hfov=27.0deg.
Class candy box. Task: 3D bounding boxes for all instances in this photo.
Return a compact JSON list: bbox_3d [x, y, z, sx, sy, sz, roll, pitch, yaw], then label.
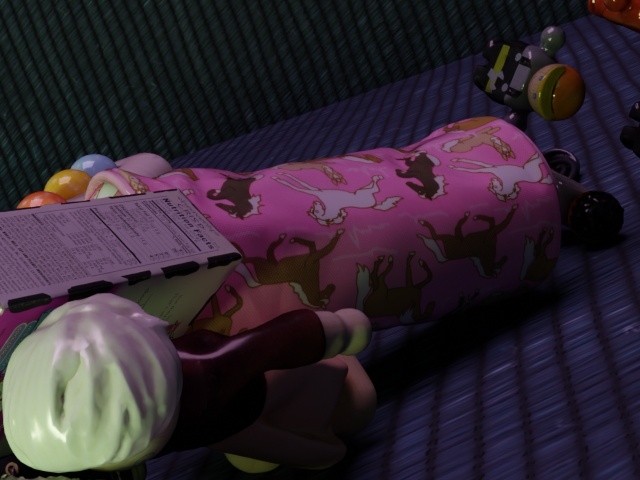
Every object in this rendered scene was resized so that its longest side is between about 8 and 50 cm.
[{"bbox_3d":[-0.168,0.054,0.785,0.159,0.071,0.233,-50,-17,22],"label":"candy box"}]

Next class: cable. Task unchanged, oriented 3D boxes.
[{"bbox_3d":[0.198,-0.068,1.484,0.151,0.047,0.184,-26,12,-24],"label":"cable"}]

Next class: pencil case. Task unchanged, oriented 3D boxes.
[{"bbox_3d":[0.000,0.000,1.035,0.386,0.160,0.167,-11,3,-32],"label":"pencil case"}]

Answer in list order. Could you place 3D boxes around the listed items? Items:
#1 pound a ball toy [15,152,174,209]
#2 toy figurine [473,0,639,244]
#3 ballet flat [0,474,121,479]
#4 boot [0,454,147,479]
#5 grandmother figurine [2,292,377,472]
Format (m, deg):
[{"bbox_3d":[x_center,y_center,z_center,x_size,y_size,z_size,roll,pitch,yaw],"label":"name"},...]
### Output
[{"bbox_3d":[-0.259,0.016,1.245,0.208,0.135,0.319,-18,12,12],"label":"pound a ball toy"},{"bbox_3d":[0.264,-0.114,1.197,0.210,0.213,0.148,-27,29,-14],"label":"toy figurine"},{"bbox_3d":[-0.047,0.187,0.621,0.409,0.147,0.147,-4,20,46],"label":"ballet flat"},{"bbox_3d":[-0.248,0.199,0.947,0.236,0.085,0.178,-15,15,42],"label":"boot"},{"bbox_3d":[-0.066,0.092,0.780,0.208,0.104,0.342,-34,-17,14],"label":"grandmother figurine"}]
